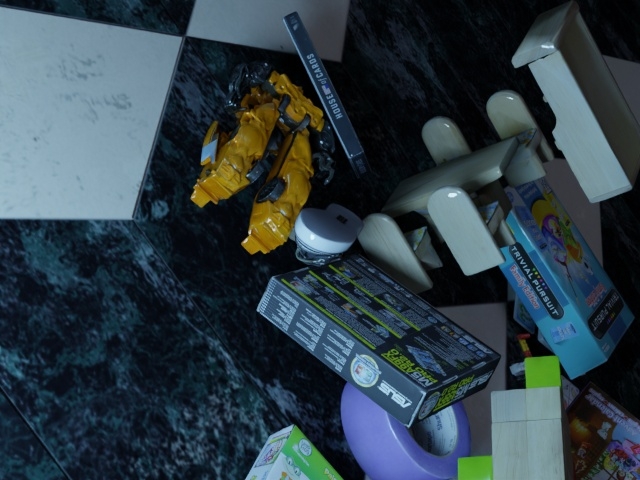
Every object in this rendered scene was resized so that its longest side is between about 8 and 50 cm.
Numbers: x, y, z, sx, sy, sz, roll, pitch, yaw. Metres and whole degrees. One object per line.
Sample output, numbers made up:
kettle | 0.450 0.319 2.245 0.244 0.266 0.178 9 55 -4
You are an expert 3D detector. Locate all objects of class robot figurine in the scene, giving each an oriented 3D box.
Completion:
robot figurine | -0.078 -0.126 1.852 0.211 0.085 0.291 44 38 -21

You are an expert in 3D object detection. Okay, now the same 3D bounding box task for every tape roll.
tape roll | 0.121 0.254 1.823 0.189 0.080 0.189 31 43 -34

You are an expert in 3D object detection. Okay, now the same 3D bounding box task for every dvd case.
dvd case | 0.013 -0.219 2.009 0.238 0.030 0.179 64 3 9

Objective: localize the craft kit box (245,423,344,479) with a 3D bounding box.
craft kit box | -0.012 0.392 1.578 0.250 0.061 0.246 51 38 -13

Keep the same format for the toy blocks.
toy blocks | 0.310 0.391 1.839 0.261 0.191 0.381 63 25 -56

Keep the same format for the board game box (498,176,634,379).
board game box | 0.411 0.048 2.306 0.336 0.079 0.254 57 28 1

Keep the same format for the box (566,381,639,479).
box | 0.469 0.386 2.012 0.293 0.057 0.201 39 66 10

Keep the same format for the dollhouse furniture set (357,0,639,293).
dollhouse furniture set | 0.256 -0.153 2.010 0.256 0.394 0.362 59 34 -16

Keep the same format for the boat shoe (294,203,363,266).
boat shoe | 0.000 0.000 1.798 0.080 0.076 0.228 35 13 3

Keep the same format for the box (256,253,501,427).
box | 0.082 0.126 1.772 0.270 0.060 0.216 35 27 24

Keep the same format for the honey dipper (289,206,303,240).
honey dipper | -0.028 -0.066 1.920 0.030 0.030 0.160 36 39 -31

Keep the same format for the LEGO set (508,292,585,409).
LEGO set | 0.399 0.207 2.231 0.182 0.060 0.244 40 39 -20
